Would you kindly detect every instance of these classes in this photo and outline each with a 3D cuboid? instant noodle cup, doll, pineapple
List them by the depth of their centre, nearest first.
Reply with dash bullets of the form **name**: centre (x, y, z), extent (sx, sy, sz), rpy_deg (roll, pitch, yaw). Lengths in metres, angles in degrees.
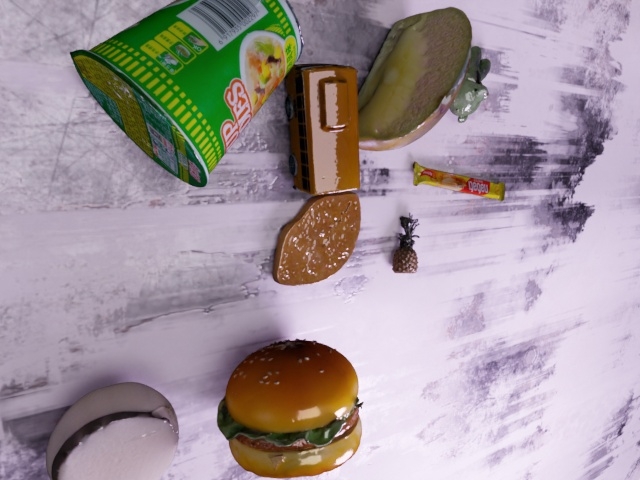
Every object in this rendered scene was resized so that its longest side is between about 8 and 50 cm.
- **instant noodle cup**: centre (-0.149, -0.223, 0.547), extent (0.233, 0.207, 0.207), rpy_deg (-51, 122, -17)
- **doll**: centre (0.308, -0.322, 0.861), extent (0.115, 0.077, 0.151), rpy_deg (35, 72, -43)
- **pineapple**: centre (0.176, 0.007, 0.881), extent (0.058, 0.058, 0.125), rpy_deg (4, 86, -31)

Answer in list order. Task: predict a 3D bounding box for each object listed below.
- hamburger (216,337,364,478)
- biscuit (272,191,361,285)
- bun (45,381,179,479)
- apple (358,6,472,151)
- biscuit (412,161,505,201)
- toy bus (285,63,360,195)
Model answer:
- **hamburger**: centre (-0.045, 0.255, 0.698), extent (0.245, 0.246, 0.170), rpy_deg (-4, 94, -30)
- **biscuit**: centre (0.000, 0.000, 0.779), extent (0.142, 0.029, 0.221), rpy_deg (45, 78, -30)
- **bun**: centre (-0.299, 0.283, 0.620), extent (0.172, 0.120, 0.173), rpy_deg (-13, 116, -27)
- **apple**: centre (0.168, -0.256, 0.727), extent (0.120, 0.193, 0.265), rpy_deg (29, 85, -43)
- **biscuit**: centre (0.308, -0.125, 0.934), extent (0.291, 0.026, 0.048), rpy_deg (5, 81, -32)
- **toy bus**: centre (0.004, -0.179, 0.681), extent (0.098, 0.114, 0.201), rpy_deg (-10, 109, -20)
